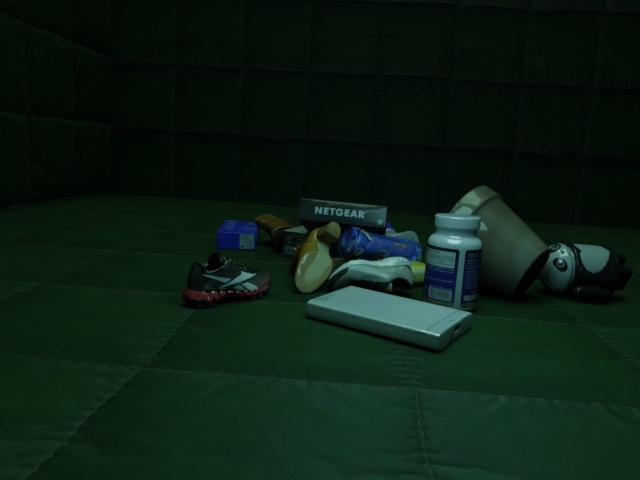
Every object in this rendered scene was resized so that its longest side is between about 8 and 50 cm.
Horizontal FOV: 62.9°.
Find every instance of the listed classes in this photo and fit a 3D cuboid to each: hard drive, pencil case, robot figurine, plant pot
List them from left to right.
[{"bbox_3d":[0.217,0.031,1.841,0.306,0.133,0.119,13,47,-22],"label":"pencil case"},{"bbox_3d":[0.173,0.185,1.318,0.353,0.047,0.233,9,11,33],"label":"hard drive"},{"bbox_3d":[0.554,0.032,1.675,0.280,0.323,0.323,39,29,31],"label":"plant pot"},{"bbox_3d":[0.860,0.095,1.716,0.278,0.173,0.209,4,2,0],"label":"robot figurine"}]

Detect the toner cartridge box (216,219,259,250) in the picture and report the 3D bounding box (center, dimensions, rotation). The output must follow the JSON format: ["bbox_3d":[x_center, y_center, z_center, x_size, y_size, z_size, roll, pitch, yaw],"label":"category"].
[{"bbox_3d":[-0.355,-0.027,2.300,0.165,0.075,0.348,4,10,-5],"label":"toner cartridge box"}]

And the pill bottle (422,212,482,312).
[{"bbox_3d":[0.375,0.060,1.479,0.153,0.265,0.153,4,10,-1],"label":"pill bottle"}]

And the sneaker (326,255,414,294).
[{"bbox_3d":[0.152,0.118,1.567,0.271,0.100,0.108,-8,47,-6],"label":"sneaker"}]

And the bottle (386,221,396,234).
[{"bbox_3d":[0.287,-0.044,2.502,0.092,0.118,0.283,2,9,-11],"label":"bottle"}]

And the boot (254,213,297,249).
[{"bbox_3d":[-0.196,-0.056,2.245,0.220,0.109,0.283,30,15,23],"label":"boot"}]

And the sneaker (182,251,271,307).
[{"bbox_3d":[-0.245,0.097,1.431,0.276,0.135,0.097,-4,10,-43],"label":"sneaker"}]

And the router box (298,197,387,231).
[{"bbox_3d":[0.089,-0.075,1.920,0.309,0.081,0.243,6,-9,9],"label":"router box"}]

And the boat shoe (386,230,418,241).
[{"bbox_3d":[0.247,0.031,2.132,0.335,0.121,0.119,-4,-10,-33],"label":"boat shoe"}]

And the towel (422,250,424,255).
[{"bbox_3d":[0.381,0.051,2.243,0.119,0.029,0.067,10,12,37],"label":"towel"}]

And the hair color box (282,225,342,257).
[{"bbox_3d":[0.000,0.000,2.177,0.185,0.110,0.339,10,10,22],"label":"hair color box"}]

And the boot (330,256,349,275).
[{"bbox_3d":[0.021,0.088,1.777,0.152,0.073,0.197,10,0,29],"label":"boot"}]

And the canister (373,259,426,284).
[{"bbox_3d":[0.270,0.108,1.736,0.170,0.073,0.126,1,10,-23],"label":"canister"}]

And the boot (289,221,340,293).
[{"bbox_3d":[-0.045,0.080,1.688,0.104,0.295,0.211,37,-38,-13],"label":"boot"}]
